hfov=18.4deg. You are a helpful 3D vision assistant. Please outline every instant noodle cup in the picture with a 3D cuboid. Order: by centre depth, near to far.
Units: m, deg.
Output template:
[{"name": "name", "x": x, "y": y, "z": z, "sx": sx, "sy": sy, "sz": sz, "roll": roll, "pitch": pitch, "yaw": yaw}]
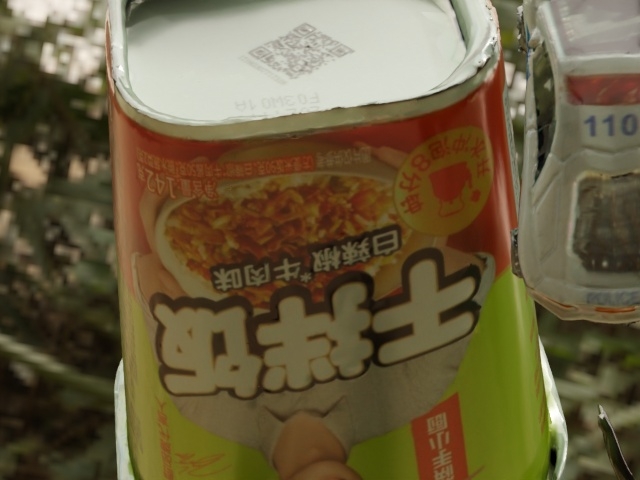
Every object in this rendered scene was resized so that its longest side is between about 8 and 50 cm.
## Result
[{"name": "instant noodle cup", "x": 0.000, "y": 0.000, "z": 1.097, "sx": 0.294, "sy": 0.308, "sz": 0.294, "roll": -3, "pitch": 37, "yaw": 2}]

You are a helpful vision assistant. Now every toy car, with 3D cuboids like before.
[{"name": "toy car", "x": 0.137, "y": -0.059, "z": 0.926, "sx": 0.095, "sy": 0.205, "sz": 0.056, "roll": -1, "pitch": -19, "yaw": 11}]

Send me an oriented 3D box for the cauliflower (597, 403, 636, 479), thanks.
[{"name": "cauliflower", "x": 0.255, "y": 0.069, "z": 0.716, "sx": 0.315, "sy": 0.239, "sz": 0.256, "roll": -2, "pitch": -30, "yaw": 15}]
